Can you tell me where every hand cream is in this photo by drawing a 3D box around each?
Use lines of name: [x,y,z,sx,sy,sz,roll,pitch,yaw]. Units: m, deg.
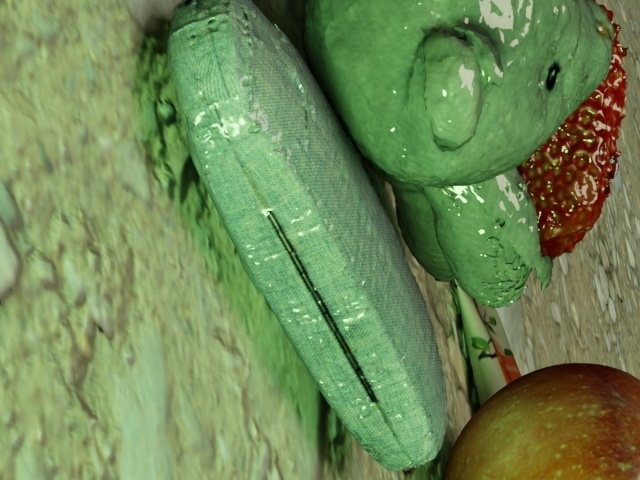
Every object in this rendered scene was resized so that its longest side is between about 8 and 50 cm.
hand cream: [0.132,0.135,1.229,0.080,0.050,0.234,32,42,-61]

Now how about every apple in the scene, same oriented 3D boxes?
apple: [0.153,0.178,1.077,0.201,0.162,0.201,56,18,-29]

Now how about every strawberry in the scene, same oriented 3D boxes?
strawberry: [0.228,-0.120,1.593,0.188,0.106,0.286,47,35,-55]

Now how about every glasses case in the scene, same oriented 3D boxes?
glasses case: [0.000,0.000,0.871,0.109,0.067,0.282,-96,160,-50]

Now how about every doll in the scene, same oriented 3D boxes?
doll: [0.084,-0.093,0.993,0.340,0.158,0.245,61,16,-66]
